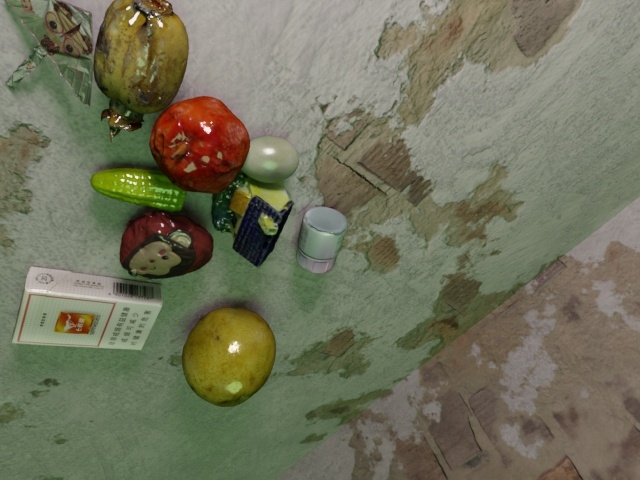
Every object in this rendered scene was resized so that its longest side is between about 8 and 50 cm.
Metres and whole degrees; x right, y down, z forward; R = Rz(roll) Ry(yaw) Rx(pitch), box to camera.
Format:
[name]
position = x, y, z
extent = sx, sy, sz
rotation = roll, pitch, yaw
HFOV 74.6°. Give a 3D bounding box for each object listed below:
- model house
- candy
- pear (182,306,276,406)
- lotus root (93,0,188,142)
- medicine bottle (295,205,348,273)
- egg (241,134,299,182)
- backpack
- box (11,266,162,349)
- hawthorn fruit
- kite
[model house]
position = -0.176, -0.050, 1.066
extent = 0.170, 0.211, 0.193
rotation = 7, 128, -32
[candy]
position = -0.414, -0.122, 0.972
extent = 0.210, 0.096, 0.096
rotation = 6, 127, -27
[pear]
position = -0.294, 0.382, 1.356
extent = 0.304, 0.304, 0.303
rotation = -13, 134, -13
[lotus root]
position = -0.344, -0.317, 0.795
extent = 0.154, 0.154, 0.278
rotation = 11, 124, -31
[medicine bottle]
position = 0.000, 0.000, 1.243
extent = 0.135, 0.135, 0.168
rotation = -3, 130, -22
[egg]
position = -0.126, -0.197, 1.018
extent = 0.152, 0.114, 0.114
rotation = 0, 130, -21
[backpack]
position = -0.382, 0.014, 1.072
extent = 0.229, 0.138, 0.229
rotation = -11, 149, -6
[box]
position = -0.639, 0.199, 1.168
extent = 0.331, 0.095, 0.210
rotation = 13, 123, -34
[hawthorn fruit]
position = -0.261, -0.193, 0.867
extent = 0.208, 0.243, 0.207
rotation = 1, 106, 4
[kite]
position = -0.490, -0.341, 0.747
extent = 0.250, 0.012, 0.229
rotation = -22, 114, 22
